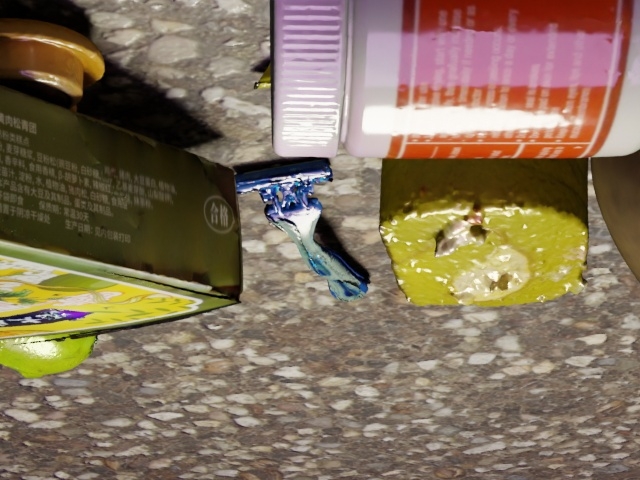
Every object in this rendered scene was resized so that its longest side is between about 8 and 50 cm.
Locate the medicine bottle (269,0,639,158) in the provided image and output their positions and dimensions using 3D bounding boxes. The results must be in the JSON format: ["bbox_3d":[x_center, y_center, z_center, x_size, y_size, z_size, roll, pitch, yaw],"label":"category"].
[{"bbox_3d":[0.088,-0.175,1.114,0.241,0.252,0.252,-1,157,-3],"label":"medicine bottle"}]

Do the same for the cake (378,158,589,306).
[{"bbox_3d":[0.151,-0.031,1.592,0.179,0.156,0.260,1,159,12],"label":"cake"}]

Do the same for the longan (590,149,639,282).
[{"bbox_3d":[0.364,-0.052,1.369,0.319,0.318,0.319,-1,157,0],"label":"longan"}]

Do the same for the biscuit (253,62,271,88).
[{"bbox_3d":[-0.001,-0.182,1.380,0.048,0.026,0.292,0,157,-14],"label":"biscuit"}]

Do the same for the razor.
[{"bbox_3d":[0.001,0.011,1.795,0.093,0.056,0.324,-8,156,11],"label":"razor"}]

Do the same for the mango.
[{"bbox_3d":[-0.323,0.088,1.901,0.178,0.100,0.119,22,151,-28],"label":"mango"}]

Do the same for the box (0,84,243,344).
[{"bbox_3d":[-0.328,-0.007,1.517,0.373,0.138,0.420,-11,165,29],"label":"box"}]

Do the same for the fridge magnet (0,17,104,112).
[{"bbox_3d":[-0.243,-0.136,1.424,0.143,0.063,0.143,-1,165,0],"label":"fridge magnet"}]
